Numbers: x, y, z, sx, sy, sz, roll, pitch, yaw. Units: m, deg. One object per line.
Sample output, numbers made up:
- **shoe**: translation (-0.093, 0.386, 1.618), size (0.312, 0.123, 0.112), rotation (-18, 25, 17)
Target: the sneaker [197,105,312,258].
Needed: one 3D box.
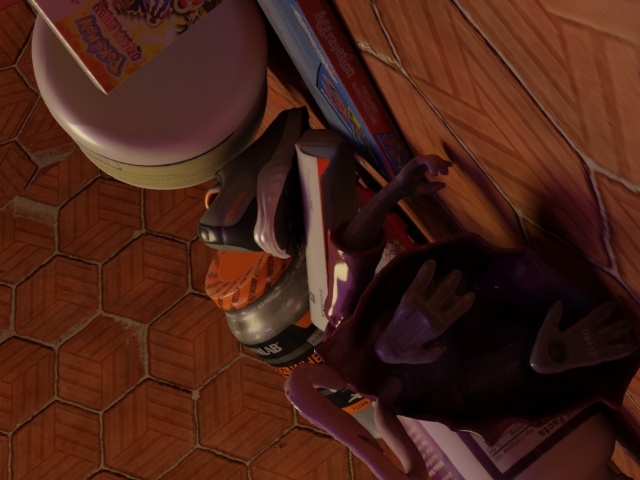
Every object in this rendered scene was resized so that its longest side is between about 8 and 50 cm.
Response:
- **sneaker**: translation (-0.063, -0.070, 1.563), size (0.271, 0.108, 0.100), rotation (-70, -26, -62)

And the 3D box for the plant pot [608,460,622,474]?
- **plant pot**: translation (0.251, 0.322, 1.644), size (0.212, 0.187, 0.212), rotation (50, 176, 17)

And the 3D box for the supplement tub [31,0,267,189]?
- **supplement tub**: translation (-0.174, -0.179, 1.579), size (0.235, 0.235, 0.325), rotation (51, 175, 2)

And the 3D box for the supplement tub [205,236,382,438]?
- **supplement tub**: translation (0.011, 0.105, 1.920), size (0.316, 0.193, 0.193), rotation (40, 180, -24)

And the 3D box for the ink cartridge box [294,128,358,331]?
- **ink cartridge box**: translation (0.000, 0.000, 1.447), size (0.232, 0.066, 0.189), rotation (-50, -43, -70)

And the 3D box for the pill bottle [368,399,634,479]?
- **pill bottle**: translation (0.173, 0.177, 1.391), size (0.301, 0.169, 0.169), rotation (51, 175, 14)

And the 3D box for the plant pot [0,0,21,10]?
- **plant pot**: translation (-0.238, -0.315, 1.120), size (0.275, 0.243, 0.275), rotation (52, 176, 6)

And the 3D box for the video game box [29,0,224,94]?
- **video game box**: translation (-0.187, -0.269, 1.320), size (0.205, 0.187, 0.048), rotation (53, 175, -27)

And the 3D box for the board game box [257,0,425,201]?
- **board game box**: translation (0.004, -0.159, 1.302), size (0.145, 0.027, 0.281), rotation (49, 175, 41)

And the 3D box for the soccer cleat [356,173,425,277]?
- **soccer cleat**: translation (0.070, 0.065, 1.635), size (0.331, 0.143, 0.116), rotation (49, 169, 13)

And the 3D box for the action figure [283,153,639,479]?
- **action figure**: translation (0.086, 0.099, 1.166), size (0.248, 0.276, 0.370), rotation (46, 162, -10)
